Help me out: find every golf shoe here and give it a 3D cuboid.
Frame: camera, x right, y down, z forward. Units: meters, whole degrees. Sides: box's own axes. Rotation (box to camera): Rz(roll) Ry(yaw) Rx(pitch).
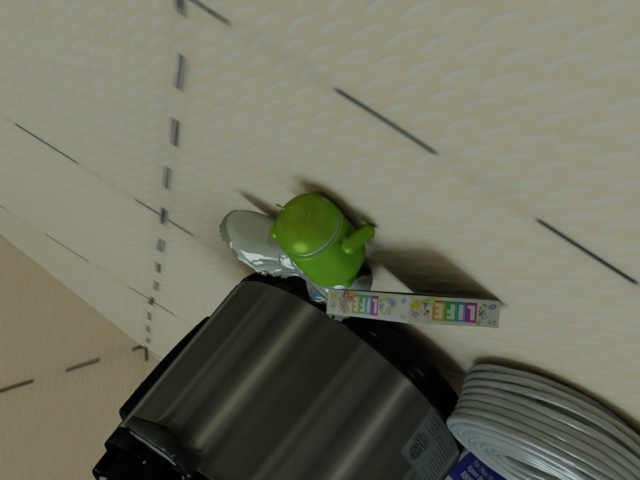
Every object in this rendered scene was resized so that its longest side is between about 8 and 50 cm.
[{"bbox_3d":[-0.020,0.007,1.256,0.176,0.069,0.086,29,145,0],"label":"golf shoe"}]

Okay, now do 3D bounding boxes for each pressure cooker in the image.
[{"bbox_3d":[-0.070,0.287,1.459,0.370,0.420,0.375,41,161,-6],"label":"pressure cooker"}]

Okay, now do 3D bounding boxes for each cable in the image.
[{"bbox_3d":[0.263,0.235,1.323,0.257,0.089,0.257,16,158,45],"label":"cable"}]

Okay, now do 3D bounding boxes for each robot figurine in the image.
[{"bbox_3d":[0.000,0.000,1.146,0.101,0.067,0.115,13,156,37],"label":"robot figurine"}]

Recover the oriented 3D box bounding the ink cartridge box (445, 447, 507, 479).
[{"bbox_3d":[0.219,0.355,1.731,0.330,0.071,0.324,28,164,50],"label":"ink cartridge box"}]

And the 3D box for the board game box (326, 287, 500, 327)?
[{"bbox_3d":[0.088,0.065,1.164,0.103,0.026,0.154,5,178,-27],"label":"board game box"}]
